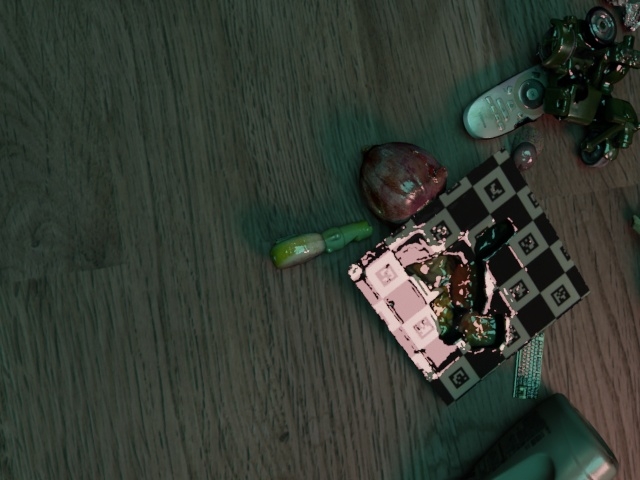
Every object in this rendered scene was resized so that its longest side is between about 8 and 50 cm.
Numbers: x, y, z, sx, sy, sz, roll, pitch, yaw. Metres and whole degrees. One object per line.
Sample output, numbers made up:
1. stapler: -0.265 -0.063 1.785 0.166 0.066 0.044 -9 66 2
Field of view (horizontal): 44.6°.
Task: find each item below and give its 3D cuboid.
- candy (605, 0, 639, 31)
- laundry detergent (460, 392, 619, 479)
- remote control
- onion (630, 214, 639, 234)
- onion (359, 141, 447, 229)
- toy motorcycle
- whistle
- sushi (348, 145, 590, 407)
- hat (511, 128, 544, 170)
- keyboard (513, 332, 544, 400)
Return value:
1. candy: 0.554 -0.505 1.491 0.226 0.094 0.051 53 46 -5
2. laundry detergent: 0.319 0.454 1.364 0.398 0.264 0.124 -42 95 8
3. remote control: 0.383 -0.269 1.487 0.256 0.045 0.097 -26 99 -7
4. onion: 0.744 0.079 1.406 0.272 0.230 0.256 2 88 -11
5. onion: 0.133 -0.113 1.424 0.159 0.159 0.195 -42 62 -4
6. toy motorcycle: 0.493 -0.280 1.430 0.205 0.127 0.275 8 88 -25
7. whistle: 0.000 0.000 1.433 0.198 0.104 0.057 -20 83 -18
8. sushi: 0.272 0.067 1.439 0.359 0.064 0.343 -38 107 -5
9. hat: 0.394 -0.175 1.484 0.058 0.042 0.087 32 86 -2
10. keyboard: 0.395 0.236 1.480 0.049 0.015 0.129 7 87 -3
